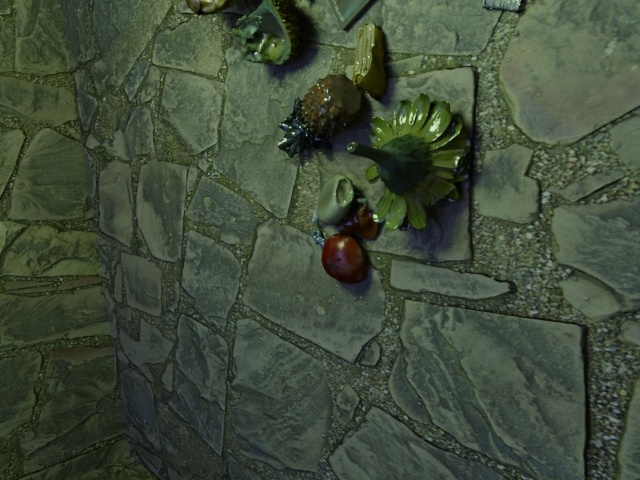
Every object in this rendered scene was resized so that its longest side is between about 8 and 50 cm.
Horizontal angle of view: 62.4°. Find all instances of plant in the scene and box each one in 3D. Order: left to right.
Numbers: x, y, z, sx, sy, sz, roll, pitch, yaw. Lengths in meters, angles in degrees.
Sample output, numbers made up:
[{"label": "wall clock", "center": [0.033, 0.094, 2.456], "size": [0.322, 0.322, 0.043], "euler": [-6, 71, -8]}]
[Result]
[{"label": "plant", "center": [0.210, -0.184, 1.194], "size": [0.261, 0.297, 0.306], "euler": [-2, 82, 12]}]

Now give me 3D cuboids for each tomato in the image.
[{"label": "tomato", "center": [0.053, 0.057, 1.481], "size": [0.155, 0.069, 0.156], "euler": [27, 131, 37]}]

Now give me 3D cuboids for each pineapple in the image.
[{"label": "pineapple", "center": [-0.014, -0.320, 1.440], "size": [0.170, 0.141, 0.310], "euler": [51, 144, -10]}]

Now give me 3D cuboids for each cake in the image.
[{"label": "cake", "center": [0.139, -0.442, 1.315], "size": [0.079, 0.116, 0.185], "euler": [-19, 54, 42]}]

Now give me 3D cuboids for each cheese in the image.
[{"label": "cheese", "center": [0.023, -0.098, 1.478], "size": [0.227, 0.064, 0.137], "euler": [143, 142, -63]}]

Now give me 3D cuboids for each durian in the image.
[{"label": "durian", "center": [-0.152, -0.584, 1.485], "size": [0.306, 0.166, 0.172], "euler": [9, 104, 54]}]

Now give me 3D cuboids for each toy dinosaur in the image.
[{"label": "toy dinosaur", "center": [0.117, -0.052, 1.421], "size": [0.212, 0.057, 0.143], "euler": [12, 120, 45]}]

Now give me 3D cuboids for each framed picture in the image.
[{"label": "framed picture", "center": [0.103, -0.684, 1.304], "size": [0.265, 0.018, 0.192], "euler": [-35, 74, 45]}]

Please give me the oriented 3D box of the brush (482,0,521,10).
[{"label": "brush", "center": [0.391, -0.618, 1.027], "size": [0.090, 0.017, 0.315], "euler": [25, 117, 36]}]

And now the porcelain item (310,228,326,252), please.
[{"label": "porcelain item", "center": [0.000, 0.000, 1.573], "size": [0.036, 0.028, 0.083], "euler": [-39, 70, 26]}]

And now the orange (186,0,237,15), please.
[{"label": "orange", "center": [-0.273, -0.841, 1.505], "size": [0.271, 0.210, 0.369], "euler": [43, 132, 1]}]
